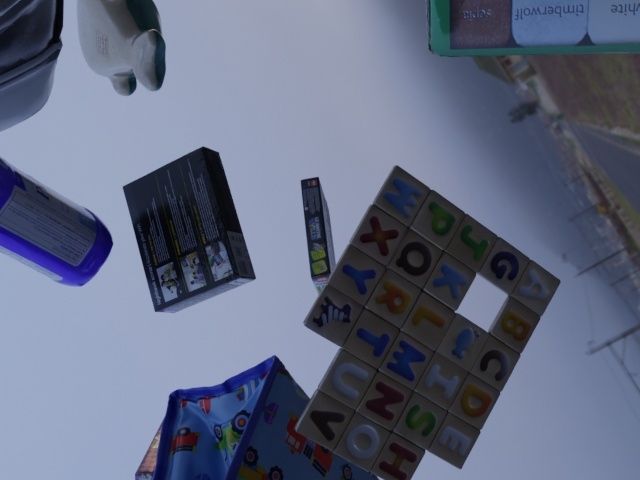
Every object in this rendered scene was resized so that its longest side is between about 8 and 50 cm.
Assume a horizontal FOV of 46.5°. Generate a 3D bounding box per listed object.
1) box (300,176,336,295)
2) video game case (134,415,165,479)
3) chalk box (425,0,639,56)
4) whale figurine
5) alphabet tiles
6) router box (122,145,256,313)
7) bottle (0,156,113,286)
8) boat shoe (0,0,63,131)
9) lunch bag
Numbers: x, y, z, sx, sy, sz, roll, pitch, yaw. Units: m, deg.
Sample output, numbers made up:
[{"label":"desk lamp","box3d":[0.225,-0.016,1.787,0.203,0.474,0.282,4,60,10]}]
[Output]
[{"label":"box","box3d":[0.000,0.000,1.361,0.114,0.036,0.207,70,-169,-58]},{"label":"video game case","box3d":[-0.295,0.475,1.404,0.232,0.041,0.210,-85,-6,-78]},{"label":"chalk box","box3d":[0.168,-0.211,0.450,0.289,0.180,0.179,-40,-50,-59]},{"label":"whale figurine","box3d":[-0.326,-0.360,1.317,0.141,0.216,0.272,-17,-141,-34]},{"label":"alphabet tiles","box3d":[0.084,0.087,0.649,0.198,0.237,0.009,33,172,-17]},{"label":"router box","box3d":[-0.170,-0.012,0.954,0.046,0.133,0.179,15,-125,-66]},{"label":"bottle","box3d":[-0.363,-0.047,0.816,0.118,0.092,0.283,31,174,45]},{"label":"boat shoe","box3d":[-0.183,-0.058,0.234,0.108,0.102,0.301,32,-144,5]},{"label":"lunch bag","box3d":[-0.055,0.290,0.640,0.221,0.138,0.293,54,-154,-27]}]
